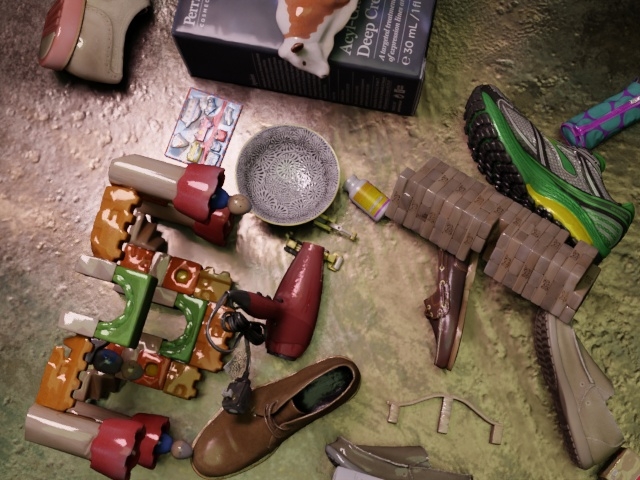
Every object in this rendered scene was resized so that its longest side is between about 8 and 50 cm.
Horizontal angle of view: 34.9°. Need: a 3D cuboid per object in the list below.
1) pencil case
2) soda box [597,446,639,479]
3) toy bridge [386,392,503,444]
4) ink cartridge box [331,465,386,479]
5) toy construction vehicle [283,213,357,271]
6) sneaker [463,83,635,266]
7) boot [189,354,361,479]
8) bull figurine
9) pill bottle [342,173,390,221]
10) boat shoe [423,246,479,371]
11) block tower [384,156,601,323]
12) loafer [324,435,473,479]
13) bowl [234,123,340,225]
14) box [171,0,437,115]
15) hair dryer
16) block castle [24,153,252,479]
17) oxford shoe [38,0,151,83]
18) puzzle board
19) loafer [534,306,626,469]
[{"bbox_3d":[0.474,-0.203,1.674,0.151,0.070,0.065,-31,81,-3],"label":"pencil case"},{"bbox_3d":[0.524,0.402,1.577,0.181,0.058,0.061,39,83,7],"label":"soda box"},{"bbox_3d":[0.198,0.276,1.619,0.188,0.026,0.063,12,78,3],"label":"toy bridge"},{"bbox_3d":[0.094,0.420,1.540,0.179,0.145,0.045,18,45,6],"label":"ink cartridge box"},{"bbox_3d":[0.000,0.000,1.664,0.098,0.035,0.086,29,82,5],"label":"toy construction vehicle"},{"bbox_3d":[0.363,-0.118,1.645,0.146,0.134,0.343,-40,91,-12],"label":"sneaker"},{"bbox_3d":[-0.075,0.271,1.581,0.305,0.115,0.112,-32,84,-3],"label":"boot"},{"bbox_3d":[0.002,-0.399,1.487,0.188,0.101,0.311,-15,83,-5],"label":"bull figurine"},{"bbox_3d":[0.076,-0.072,1.670,0.083,0.043,0.043,40,83,6],"label":"pill bottle"},{"bbox_3d":[0.201,0.103,1.628,0.073,0.073,0.207,12,73,2],"label":"boat shoe"},{"bbox_3d":[0.271,-0.010,1.590,0.335,0.091,0.097,31,42,16],"label":"block tower"},{"bbox_3d":[0.127,0.357,1.581,0.251,0.094,0.087,25,75,-4],"label":"loafer"},{"bbox_3d":[-0.055,-0.098,1.656,0.170,0.080,0.170,1,78,-4],"label":"bowl"},{"bbox_3d":[-0.007,-0.399,1.644,0.395,0.212,0.294,10,81,3],"label":"box"},{"bbox_3d":[-0.065,0.112,1.555,0.080,0.224,0.293,18,48,19],"label":"hair dryer"},{"bbox_3d":[-0.243,0.117,1.514,0.212,0.303,0.454,16,82,3],"label":"block castle"},{"bbox_3d":[-0.356,-0.447,1.719,0.146,0.140,0.397,20,74,-27],"label":"oxford shoe"},{"bbox_3d":[-0.197,-0.186,1.711,0.096,0.011,0.128,19,81,4],"label":"puzzle board"},{"bbox_3d":[0.406,0.219,1.594,0.092,0.102,0.269,-14,90,-3],"label":"loafer"}]
